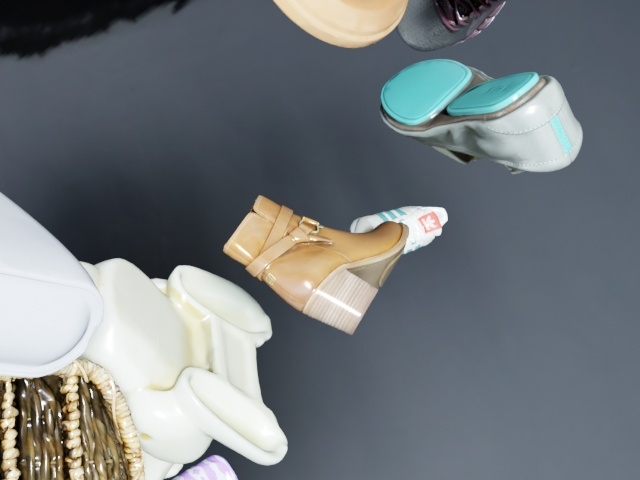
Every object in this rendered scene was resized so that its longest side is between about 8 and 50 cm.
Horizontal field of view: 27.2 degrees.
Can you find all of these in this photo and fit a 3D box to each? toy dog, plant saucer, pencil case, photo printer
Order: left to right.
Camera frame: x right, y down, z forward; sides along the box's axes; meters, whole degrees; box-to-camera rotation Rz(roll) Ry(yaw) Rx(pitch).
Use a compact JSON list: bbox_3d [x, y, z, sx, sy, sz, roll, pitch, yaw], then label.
[{"bbox_3d":[-0.324,0.000,1.007,0.256,0.107,0.307,35,8,28],"label":"photo printer"},{"bbox_3d":[-0.293,0.234,1.612,0.395,0.408,0.284,28,30,-38],"label":"toy dog"},{"bbox_3d":[-0.218,0.405,2.002,0.206,0.088,0.086,-28,87,-28],"label":"pencil case"},{"bbox_3d":[0.013,-0.274,1.205,0.200,0.037,0.200,18,62,-37],"label":"plant saucer"}]

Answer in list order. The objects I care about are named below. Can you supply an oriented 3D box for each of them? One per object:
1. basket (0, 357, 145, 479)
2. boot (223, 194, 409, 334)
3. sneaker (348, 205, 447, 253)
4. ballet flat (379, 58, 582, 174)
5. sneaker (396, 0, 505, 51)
[{"bbox_3d":[-0.272,0.266,1.310,0.213,0.223,0.299,-1,84,-16],"label":"basket"},{"bbox_3d":[0.000,0.000,1.318,0.152,0.073,0.197,31,30,4],"label":"boot"},{"bbox_3d":[0.091,-0.013,1.487,0.161,0.075,0.057,-19,88,-63],"label":"sneaker"},{"bbox_3d":[0.103,-0.077,0.889,0.068,0.072,0.213,54,-11,-20],"label":"ballet flat"},{"bbox_3d":[0.153,-0.277,1.387,0.106,0.281,0.162,52,40,-2],"label":"sneaker"}]
